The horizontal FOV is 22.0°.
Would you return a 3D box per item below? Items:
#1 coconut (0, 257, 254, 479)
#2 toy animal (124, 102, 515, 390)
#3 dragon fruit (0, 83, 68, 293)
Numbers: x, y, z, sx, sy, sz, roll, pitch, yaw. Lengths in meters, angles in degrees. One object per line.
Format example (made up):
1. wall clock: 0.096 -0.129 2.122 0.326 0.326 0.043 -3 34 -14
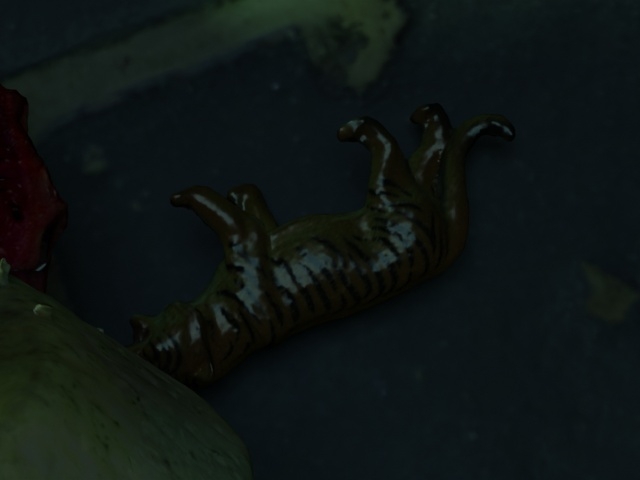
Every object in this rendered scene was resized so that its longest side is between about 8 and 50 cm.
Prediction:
1. coconut: -0.180 0.195 0.688 0.352 0.352 0.353 0 72 1
2. toy animal: 0.000 0.000 0.871 0.241 0.057 0.099 -22 80 -8
3. dragon fruit: -0.254 -0.003 0.829 0.261 0.163 0.189 9 107 0
